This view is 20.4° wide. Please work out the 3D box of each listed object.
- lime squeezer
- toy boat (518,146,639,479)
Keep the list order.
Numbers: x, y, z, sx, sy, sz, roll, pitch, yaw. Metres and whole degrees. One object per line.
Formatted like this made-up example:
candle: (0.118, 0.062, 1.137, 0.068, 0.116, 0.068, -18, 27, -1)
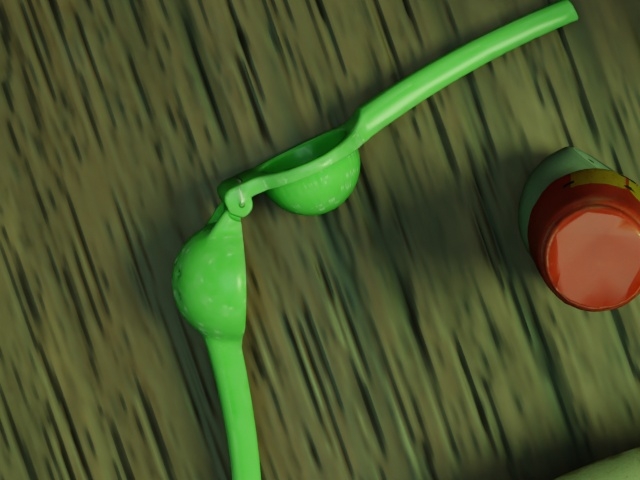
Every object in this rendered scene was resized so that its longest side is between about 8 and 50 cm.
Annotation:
lime squeezer: (0.000, 0.000, 0.827, 0.110, 0.059, 0.310, 30, 92, 3)
toy boat: (0.153, 0.115, 0.787, 0.267, 0.148, 0.318, -14, 97, 9)
